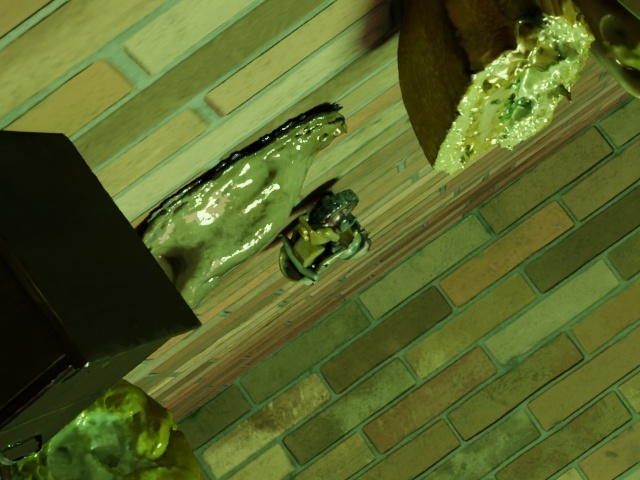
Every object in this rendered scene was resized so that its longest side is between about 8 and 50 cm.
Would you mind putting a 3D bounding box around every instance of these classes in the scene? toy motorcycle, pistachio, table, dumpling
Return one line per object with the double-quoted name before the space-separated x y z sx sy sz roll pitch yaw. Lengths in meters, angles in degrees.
"toy motorcycle" 0.000 0.000 1.698 0.130 0.094 0.229 -33 167 -7
"pistachio" 0.269 -0.227 1.084 0.144 0.215 0.144 -17 152 -9
"table" -0.221 0.056 0.781 0.193 0.172 0.169 -38 172 15
"dumpling" -0.101 -0.012 1.242 0.332 0.086 0.166 -42 174 15

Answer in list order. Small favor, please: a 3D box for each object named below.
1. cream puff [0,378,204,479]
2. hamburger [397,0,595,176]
"cream puff" -0.296 0.365 1.691 0.270 0.323 0.274 -8 145 -24
"hamburger" 0.146 -0.173 1.054 0.144 0.156 0.283 -15 164 -7
